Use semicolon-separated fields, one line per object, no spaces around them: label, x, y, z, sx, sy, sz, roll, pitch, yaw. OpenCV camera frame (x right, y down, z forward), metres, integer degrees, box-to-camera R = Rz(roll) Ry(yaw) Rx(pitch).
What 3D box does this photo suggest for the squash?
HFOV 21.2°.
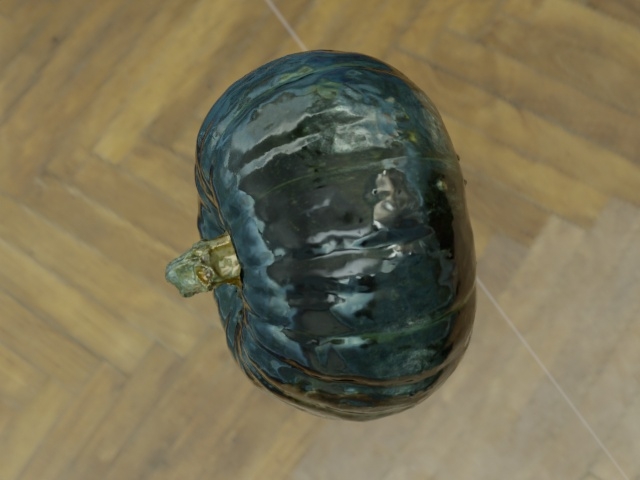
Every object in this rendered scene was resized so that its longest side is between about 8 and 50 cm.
squash;0.006;-0.002;0.893;0.193;0.155;0.193;-17;71;59
